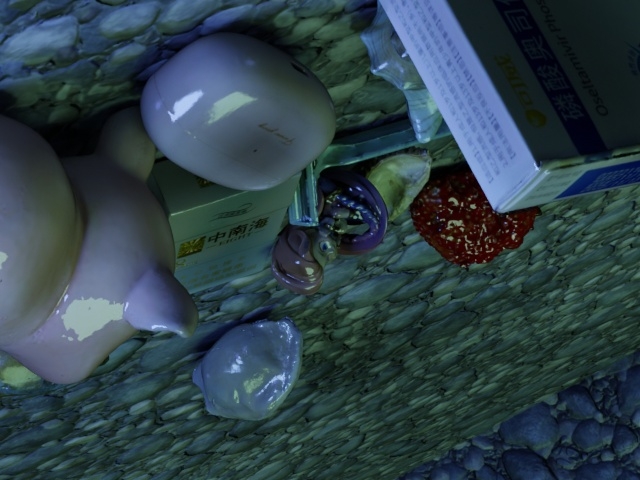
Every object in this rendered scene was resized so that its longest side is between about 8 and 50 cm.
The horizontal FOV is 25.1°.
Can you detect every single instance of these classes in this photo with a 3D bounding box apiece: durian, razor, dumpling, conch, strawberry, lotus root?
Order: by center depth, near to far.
[{"bbox_3d":[0.110,-0.168,1.383,0.114,0.137,0.234,-13,157,12],"label":"conch"},{"bbox_3d":[0.074,-0.111,1.617,0.278,0.056,0.111,-22,121,-30],"label":"razor"},{"bbox_3d":[-0.328,0.136,1.688,0.192,0.088,0.113,-6,168,-46],"label":"lotus root"},{"bbox_3d":[0.082,-0.072,1.700,0.052,0.066,0.130,-7,144,-43],"label":"durian"},{"bbox_3d":[0.210,-0.037,1.894,0.174,0.098,0.228,-30,161,9],"label":"strawberry"},{"bbox_3d":[-0.099,0.189,2.042,0.199,0.136,0.118,-26,170,33],"label":"dumpling"}]

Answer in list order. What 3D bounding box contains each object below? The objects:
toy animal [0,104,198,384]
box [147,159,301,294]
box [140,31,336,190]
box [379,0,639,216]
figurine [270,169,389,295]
[{"bbox_3d":[-0.262,-0.002,1.272,0.269,0.237,0.326,-13,157,-4],"label":"toy animal"},{"bbox_3d":[-0.121,-0.020,1.574,0.155,0.067,0.243,-20,160,-20],"label":"box"},{"bbox_3d":[-0.074,-0.117,1.332,0.146,0.088,0.200,-36,147,20],"label":"box"},{"bbox_3d":[0.136,-0.188,1.053,0.200,0.343,0.065,-12,155,-36],"label":"box"},{"bbox_3d":[-0.005,-0.007,1.669,0.157,0.114,0.126,-40,148,-19],"label":"figurine"}]
